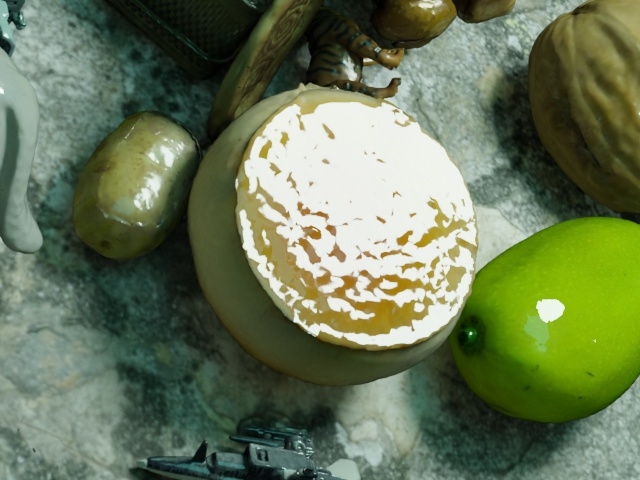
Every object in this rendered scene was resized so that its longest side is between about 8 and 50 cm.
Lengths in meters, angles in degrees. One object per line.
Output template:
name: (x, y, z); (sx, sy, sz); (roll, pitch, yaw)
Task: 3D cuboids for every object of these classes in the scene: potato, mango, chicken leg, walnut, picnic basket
potato: (-0.174, -0.054, 1.684); (0.107, 0.080, 0.170); (28, 50, -7)
mango: (0.271, 0.076, 1.850); (0.343, 0.156, 0.192); (-29, 85, -42)
chicken leg: (0.128, -0.310, 1.871); (0.182, 0.295, 0.409); (4, 34, -17)
walnut: (0.355, -0.155, 1.999); (0.225, 0.225, 0.261); (-38, 94, -40)
picnic basket: (-0.095, -0.313, 1.839); (0.165, 0.139, 0.266); (41, 51, -7)

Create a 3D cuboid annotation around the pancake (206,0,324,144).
pancake: (-0.041, -0.207, 1.755); (0.031, 0.250, 0.250); (33, 51, 2)

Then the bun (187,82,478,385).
bun: (0.000, 0.000, 1.712); (0.299, 0.165, 0.299); (11, 67, -27)

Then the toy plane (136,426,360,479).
toy plane: (-0.048, 0.214, 1.619); (0.234, 0.082, 0.160); (22, 29, -23)

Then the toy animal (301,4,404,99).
toy animal: (0.017, -0.135, 1.843); (0.116, 0.114, 0.255); (10, 70, -3)

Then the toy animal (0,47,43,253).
toy animal: (-0.337, -0.061, 1.478); (0.249, 0.289, 0.174); (49, 45, -28)

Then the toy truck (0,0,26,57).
toy truck: (-0.421, -0.223, 1.586); (0.338, 0.133, 0.184); (5, 58, -29)
